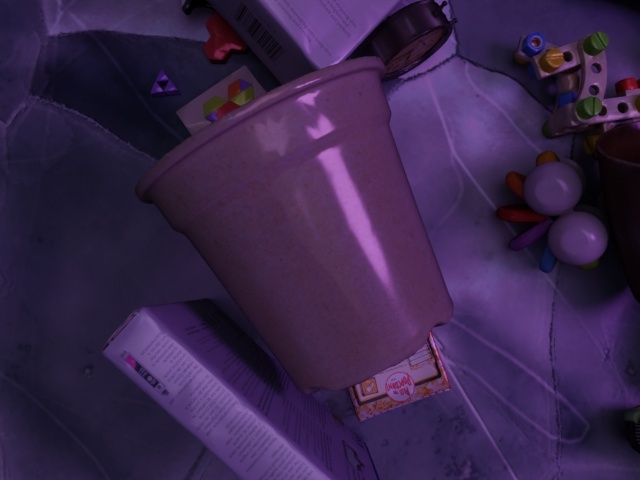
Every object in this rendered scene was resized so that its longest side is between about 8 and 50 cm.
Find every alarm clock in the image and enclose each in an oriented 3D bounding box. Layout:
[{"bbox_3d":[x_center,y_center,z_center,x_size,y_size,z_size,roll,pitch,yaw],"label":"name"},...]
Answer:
[{"bbox_3d":[0.113,-0.292,0.821,0.192,0.129,0.064,-36,84,22],"label":"alarm clock"}]

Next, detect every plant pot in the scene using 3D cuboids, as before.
[{"bbox_3d":[0.478,-0.023,0.709,0.215,0.215,0.231,-13,114,-3],"label":"plant pot"},{"bbox_3d":[0.000,0.000,0.669,0.333,0.334,0.306,-29,93,-4],"label":"plant pot"}]

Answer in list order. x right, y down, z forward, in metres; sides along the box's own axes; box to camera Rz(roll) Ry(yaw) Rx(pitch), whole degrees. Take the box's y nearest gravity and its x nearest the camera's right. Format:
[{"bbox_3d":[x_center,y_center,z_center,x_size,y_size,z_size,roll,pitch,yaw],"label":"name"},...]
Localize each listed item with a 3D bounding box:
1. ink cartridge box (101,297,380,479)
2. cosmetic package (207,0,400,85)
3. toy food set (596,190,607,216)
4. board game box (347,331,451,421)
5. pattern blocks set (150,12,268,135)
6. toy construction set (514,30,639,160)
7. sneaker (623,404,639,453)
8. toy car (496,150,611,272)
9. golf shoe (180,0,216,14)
[{"bbox_3d":[-0.072,0.203,0.660,0.330,0.324,0.071,43,86,3],"label":"ink cartridge box"},{"bbox_3d":[0.040,-0.425,0.775,0.385,0.156,0.217,-47,107,-11],"label":"cosmetic package"},{"bbox_3d":[0.475,-0.051,0.854,0.082,0.020,0.084,15,84,0],"label":"toy food set"},{"bbox_3d":[0.092,0.150,0.809,0.146,0.045,0.194,-18,85,-3],"label":"board game box"},{"bbox_3d":[-0.118,-0.173,0.845,0.324,0.026,0.285,39,85,2],"label":"pattern blocks set"},{"bbox_3d":[0.476,-0.238,0.819,0.327,0.151,0.215,-10,84,8],"label":"toy construction set"},{"bbox_3d":[0.619,0.407,0.733,0.482,0.185,0.202,40,81,3],"label":"sneaker"},{"bbox_3d":[0.336,-0.033,0.800,0.136,0.159,0.182,-28,85,30],"label":"toy car"},{"bbox_3d":[-0.128,-0.383,0.843,0.185,0.067,0.086,-1,86,-6],"label":"golf shoe"}]
